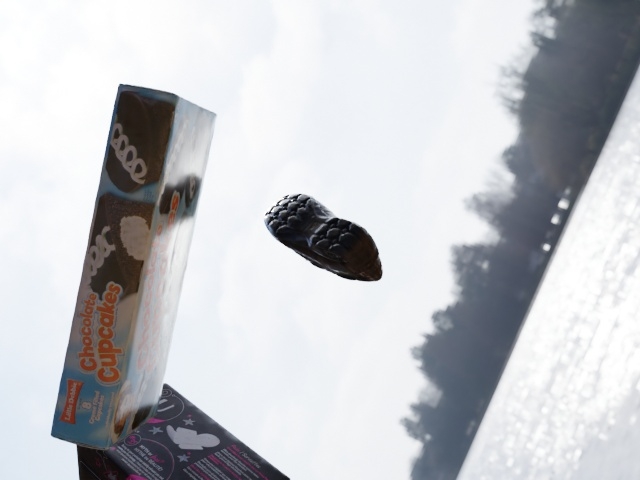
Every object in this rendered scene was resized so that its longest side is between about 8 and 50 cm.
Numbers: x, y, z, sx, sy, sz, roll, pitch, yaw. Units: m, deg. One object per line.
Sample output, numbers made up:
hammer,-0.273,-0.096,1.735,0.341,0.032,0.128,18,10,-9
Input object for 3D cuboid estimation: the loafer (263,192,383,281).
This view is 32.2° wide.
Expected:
loafer,0.000,0.000,1.380,0.076,0.223,0.078,-44,-57,-12

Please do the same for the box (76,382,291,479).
box,-0.163,0.309,1.306,0.142,0.247,0.163,-21,-55,-37

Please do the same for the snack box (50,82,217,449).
snack box,-0.172,0.022,1.058,0.187,0.060,0.322,-12,-66,-84
